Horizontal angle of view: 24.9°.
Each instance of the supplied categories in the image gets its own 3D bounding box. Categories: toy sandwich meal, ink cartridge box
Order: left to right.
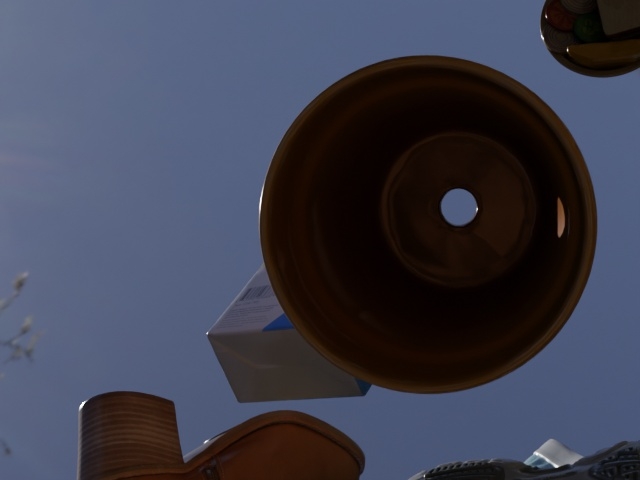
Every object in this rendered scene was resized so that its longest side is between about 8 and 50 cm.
[{"bbox_3d":[0.017,0.042,1.281,0.231,0.134,0.078,-52,-54,-47],"label":"ink cartridge box"},{"bbox_3d":[0.173,-0.136,0.867,0.029,0.086,0.085,60,-165,-66],"label":"toy sandwich meal"}]

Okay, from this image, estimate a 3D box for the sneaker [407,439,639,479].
[{"bbox_3d":[0.156,0.182,0.831,0.090,0.232,0.115,-37,-63,-60],"label":"sneaker"}]

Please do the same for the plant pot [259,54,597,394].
[{"bbox_3d":[0.080,-0.016,0.959,0.205,0.205,0.188,61,-168,2],"label":"plant pot"}]

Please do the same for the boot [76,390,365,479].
[{"bbox_3d":[-0.064,0.243,1.130,0.283,0.109,0.220,21,-131,-44],"label":"boot"}]

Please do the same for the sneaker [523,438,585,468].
[{"bbox_3d":[0.340,0.377,1.955,0.135,0.150,0.366,48,174,-5],"label":"sneaker"}]
